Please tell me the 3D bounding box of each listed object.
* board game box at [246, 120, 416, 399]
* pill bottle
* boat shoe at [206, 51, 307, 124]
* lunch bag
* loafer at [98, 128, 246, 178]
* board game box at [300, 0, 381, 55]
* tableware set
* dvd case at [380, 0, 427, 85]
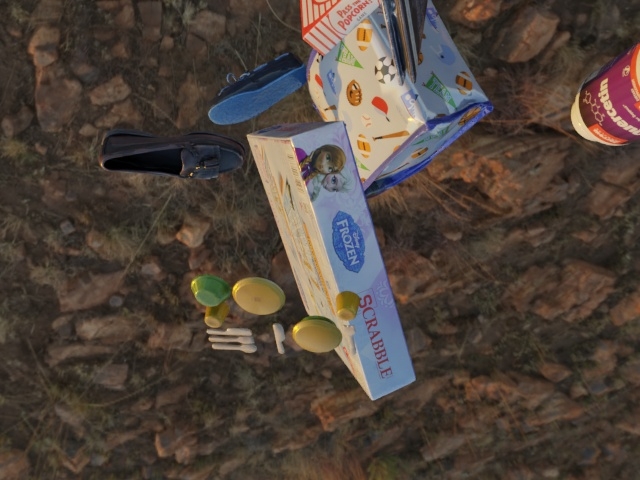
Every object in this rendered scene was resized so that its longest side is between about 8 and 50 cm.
[{"bbox_3d":[0.000,0.000,0.710,0.065,0.318,0.319,-21,107,-11],"label":"board game box"},{"bbox_3d":[0.655,-0.302,1.066,0.181,0.323,0.182,0,87,-1],"label":"pill bottle"},{"bbox_3d":[-0.156,-0.363,1.251,0.258,0.089,0.109,-24,154,-6],"label":"boat shoe"},{"bbox_3d":[0.130,-0.303,1.132,0.238,0.328,0.385,-21,169,-29],"label":"lunch bag"},{"bbox_3d":[-0.310,-0.169,1.100,0.302,0.095,0.109,3,130,-9],"label":"loafer"},{"bbox_3d":[0.036,-0.370,0.714,0.045,0.194,0.146,27,134,-37],"label":"board game box"},{"bbox_3d":[-0.040,0.066,0.484,0.153,0.024,0.104,0,132,9],"label":"tableware set"},{"bbox_3d":[0.066,-0.258,0.392,0.018,0.222,0.165,2,152,19],"label":"dvd case"}]
